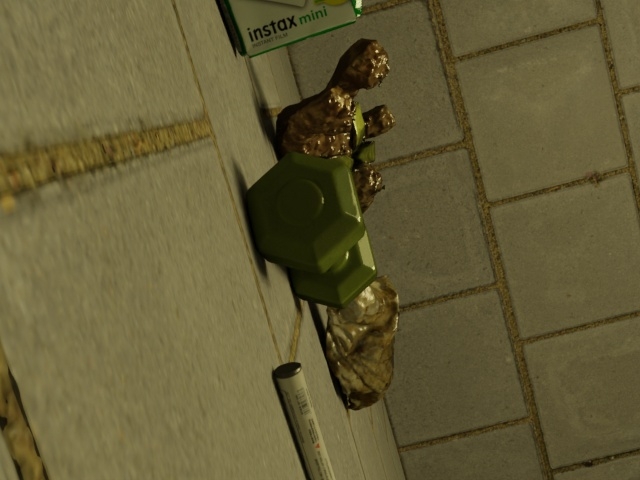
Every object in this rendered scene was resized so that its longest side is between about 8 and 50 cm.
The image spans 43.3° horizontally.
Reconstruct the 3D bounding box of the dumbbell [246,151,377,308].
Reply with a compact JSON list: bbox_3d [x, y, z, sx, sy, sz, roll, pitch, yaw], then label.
[{"bbox_3d":[0.000,0.000,0.904,0.302,0.108,0.121,62,13,-73],"label":"dumbbell"}]

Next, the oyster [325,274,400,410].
[{"bbox_3d":[0.064,0.149,1.237,0.166,0.110,0.341,-90,178,-55],"label":"oyster"}]

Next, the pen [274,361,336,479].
[{"bbox_3d":[-0.002,0.199,0.719,0.025,0.025,0.204,-95,170,-69],"label":"pen"}]

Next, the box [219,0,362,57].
[{"bbox_3d":[-0.058,-0.368,1.012,0.103,0.180,0.250,-107,178,-46],"label":"box"}]

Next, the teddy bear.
[{"bbox_3d":[0.037,-0.141,1.276,0.222,0.246,0.296,45,-28,-12],"label":"teddy bear"}]
